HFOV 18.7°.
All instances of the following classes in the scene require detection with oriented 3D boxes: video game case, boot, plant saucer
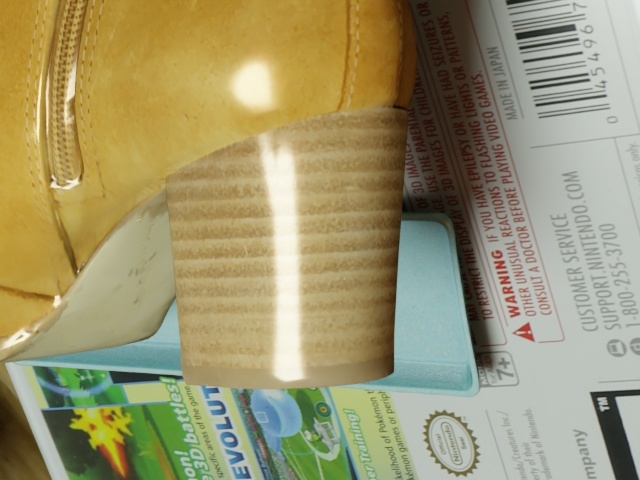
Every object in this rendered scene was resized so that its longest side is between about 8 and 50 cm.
[{"bbox_3d":[0.000,0.000,0.683,0.300,0.036,0.329,-6,114,31],"label":"video game case"},{"bbox_3d":[-0.088,-0.065,0.615,0.295,0.104,0.211,-1,93,41],"label":"boot"},{"bbox_3d":[-0.035,0.016,0.676,0.192,0.018,0.067,2,117,29],"label":"plant saucer"}]
